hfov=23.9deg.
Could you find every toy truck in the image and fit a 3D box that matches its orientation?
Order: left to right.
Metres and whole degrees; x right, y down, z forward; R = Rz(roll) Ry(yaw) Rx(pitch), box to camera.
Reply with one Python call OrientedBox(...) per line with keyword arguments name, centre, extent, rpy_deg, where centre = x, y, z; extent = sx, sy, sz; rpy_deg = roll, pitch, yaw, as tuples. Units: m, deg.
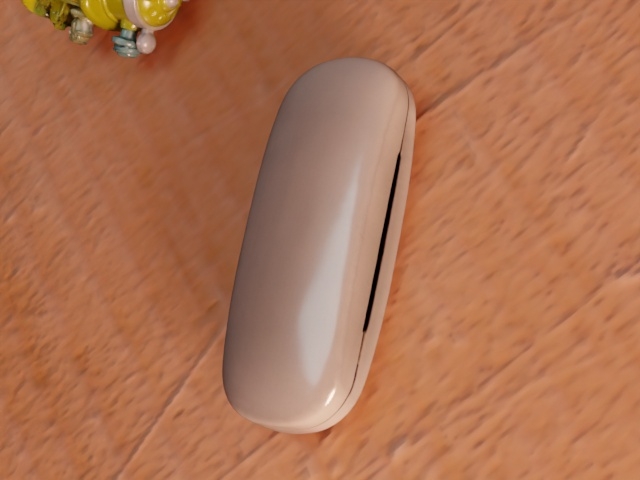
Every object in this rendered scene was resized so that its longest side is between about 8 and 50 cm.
OrientedBox(name="toy truck", centre=(-0.126, -0.151, 0.895), extent=(0.111, 0.076, 0.077), rpy_deg=(17, 98, 36))

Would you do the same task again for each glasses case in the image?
OrientedBox(name="glasses case", centre=(0.000, 0.000, 0.751), extent=(0.074, 0.049, 0.193), rpy_deg=(0, 71, 35))
